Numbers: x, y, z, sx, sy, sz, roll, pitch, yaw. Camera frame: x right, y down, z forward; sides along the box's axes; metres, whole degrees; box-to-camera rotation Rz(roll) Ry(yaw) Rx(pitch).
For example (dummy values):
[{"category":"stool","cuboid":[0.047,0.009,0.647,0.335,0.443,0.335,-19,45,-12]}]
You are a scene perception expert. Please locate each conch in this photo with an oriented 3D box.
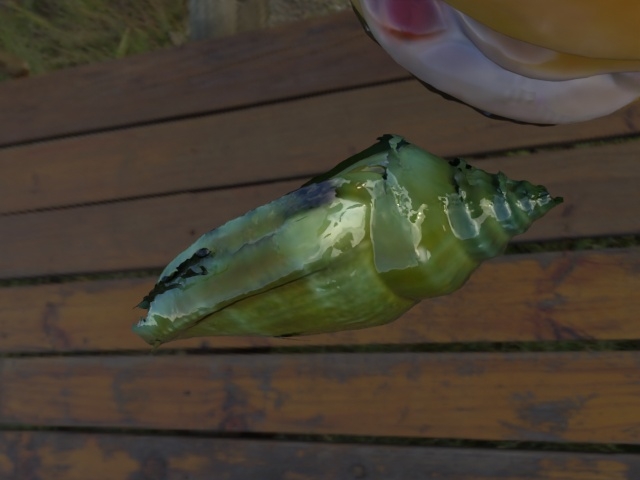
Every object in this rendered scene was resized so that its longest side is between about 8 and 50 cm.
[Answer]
[{"category":"conch","cuboid":[0.003,0.003,0.514,0.201,0.095,0.079,-21,72,5]}]

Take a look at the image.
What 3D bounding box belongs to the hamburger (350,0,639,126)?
[{"category":"hamburger","cuboid":[0.116,-0.194,0.468,0.276,0.237,0.276,0,86,1]}]
